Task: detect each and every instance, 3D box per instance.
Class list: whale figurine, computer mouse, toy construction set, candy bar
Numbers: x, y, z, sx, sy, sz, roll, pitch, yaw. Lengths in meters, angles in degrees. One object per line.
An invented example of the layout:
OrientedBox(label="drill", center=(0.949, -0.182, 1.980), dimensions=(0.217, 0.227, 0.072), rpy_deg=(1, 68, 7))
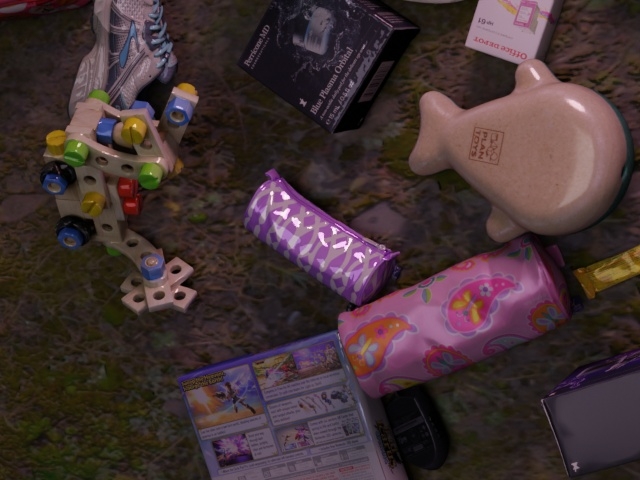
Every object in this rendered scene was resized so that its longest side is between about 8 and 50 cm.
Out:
OrientedBox(label="whale figurine", center=(0.239, -0.104, 1.647), dimensions=(0.272, 0.141, 0.216), rpy_deg=(13, 97, 35))
OrientedBox(label="computer mouse", center=(0.101, 0.181, 1.803), dimensions=(0.071, 0.041, 0.242), rpy_deg=(-29, 82, 41))
OrientedBox(label="toy construction set", center=(-0.252, -0.059, 1.839), dimensions=(0.215, 0.151, 0.327), rpy_deg=(4, 123, 9))
OrientedBox(label="candy bar", center=(0.378, 0.022, 1.663), dimensions=(0.161, 0.018, 0.040), rpy_deg=(-27, 92, 24))

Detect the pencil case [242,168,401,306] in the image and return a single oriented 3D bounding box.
OrientedBox(label="pencil case", center=(0.000, 0.000, 1.782), dimensions=(0.206, 0.086, 0.088), rpy_deg=(32, 124, 15))

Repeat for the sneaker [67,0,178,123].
OrientedBox(label="sneaker", center=(-0.235, -0.268, 1.842), dimensions=(0.122, 0.110, 0.283), rpy_deg=(20, 114, 6))

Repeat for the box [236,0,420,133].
OrientedBox(label="box", center=(0.008, -0.240, 1.735), dimensions=(0.158, 0.093, 0.156), rpy_deg=(37, 111, 15))

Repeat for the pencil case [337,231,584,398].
OrientedBox(label="pencil case", center=(0.164, 0.091, 1.693), dimensions=(0.284, 0.124, 0.124), rpy_deg=(-25, 88, 15))

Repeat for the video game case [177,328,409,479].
OrientedBox(label="video game case", center=(-0.034, 0.259, 1.841), dimensions=(0.269, 0.061, 0.244), rpy_deg=(-18, 92, 31))

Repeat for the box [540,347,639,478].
OrientedBox(label="box", center=(0.405, 0.169, 1.586), dimensions=(0.261, 0.184, 0.103), rpy_deg=(-21, 91, 24))

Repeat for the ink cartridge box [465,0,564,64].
OrientedBox(label="ink cartridge box", center=(0.234, -0.273, 1.655), dimensions=(0.088, 0.052, 0.122), rpy_deg=(22, 108, 18))

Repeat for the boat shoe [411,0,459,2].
OrientedBox(label="boat shoe", center=(0.051, -0.378, 1.681), dimensions=(0.319, 0.099, 0.116), rpy_deg=(16, 134, 0))

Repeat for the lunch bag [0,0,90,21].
OrientedBox(label="lunch bag", center=(-0.450, -0.424, 1.892), dimensions=(0.293, 0.120, 0.258), rpy_deg=(-8, 92, 23))
